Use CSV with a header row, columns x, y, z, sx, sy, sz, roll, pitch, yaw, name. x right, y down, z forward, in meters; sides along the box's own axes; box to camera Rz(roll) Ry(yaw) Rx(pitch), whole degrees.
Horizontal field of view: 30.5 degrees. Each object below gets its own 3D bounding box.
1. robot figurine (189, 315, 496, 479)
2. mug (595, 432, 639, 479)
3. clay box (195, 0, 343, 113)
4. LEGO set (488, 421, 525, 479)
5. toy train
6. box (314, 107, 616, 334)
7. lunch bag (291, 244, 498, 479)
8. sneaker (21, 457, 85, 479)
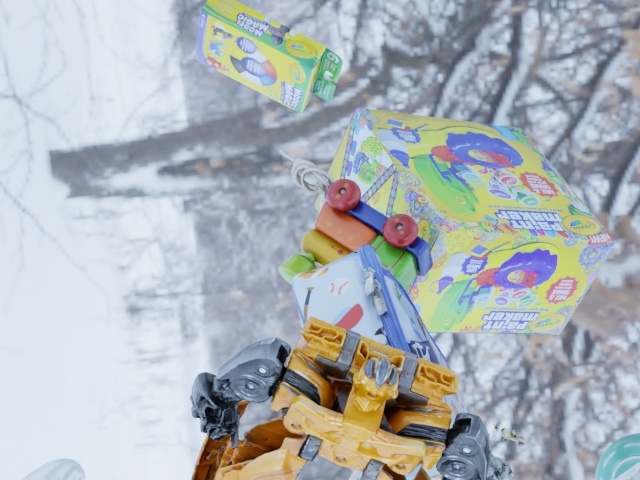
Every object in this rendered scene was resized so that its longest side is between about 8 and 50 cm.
x,y,z,sx,sy,sz,roll,pitch,yaw,name
0.001,0.160,0.827,0.291,0.211,0.085,114,-3,-47,robot figurine
0.442,0.344,1.611,0.097,0.130,0.157,19,77,-67,mug
-0.080,-0.279,1.792,0.053,0.222,0.127,-59,174,-28,clay box
0.146,0.185,0.999,0.023,0.054,0.083,106,5,-48,LEGO set
0.000,0.000,1.425,0.248,0.143,0.105,33,-19,25,toy train
0.192,-0.024,1.624,0.279,0.290,0.177,60,-43,43,box
0.078,0.149,1.182,0.303,0.115,0.243,58,11,-49,lunch bag
-0.358,0.349,1.438,0.080,0.212,0.094,54,-36,-10,sneaker
